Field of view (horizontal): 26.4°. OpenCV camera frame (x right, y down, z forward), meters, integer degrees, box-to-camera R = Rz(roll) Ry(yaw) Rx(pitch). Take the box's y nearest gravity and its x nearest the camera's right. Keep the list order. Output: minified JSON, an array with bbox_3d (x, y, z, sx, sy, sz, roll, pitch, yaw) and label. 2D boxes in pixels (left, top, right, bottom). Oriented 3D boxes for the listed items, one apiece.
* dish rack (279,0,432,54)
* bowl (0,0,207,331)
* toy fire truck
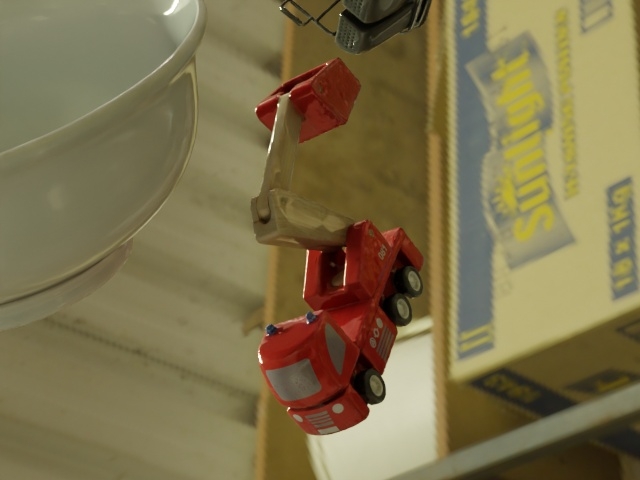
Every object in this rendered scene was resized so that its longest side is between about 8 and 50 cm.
[{"bbox_3d":[-0.034,-0.265,0.949,0.271,0.208,0.074,41,-116,15],"label":"dish rack"},{"bbox_3d":[-0.191,-0.040,0.777,0.298,0.298,0.134,-53,-44,-48],"label":"bowl"},{"bbox_3d":[0.000,0.000,0.776,0.135,0.047,0.192,52,-141,-24],"label":"toy fire truck"}]
